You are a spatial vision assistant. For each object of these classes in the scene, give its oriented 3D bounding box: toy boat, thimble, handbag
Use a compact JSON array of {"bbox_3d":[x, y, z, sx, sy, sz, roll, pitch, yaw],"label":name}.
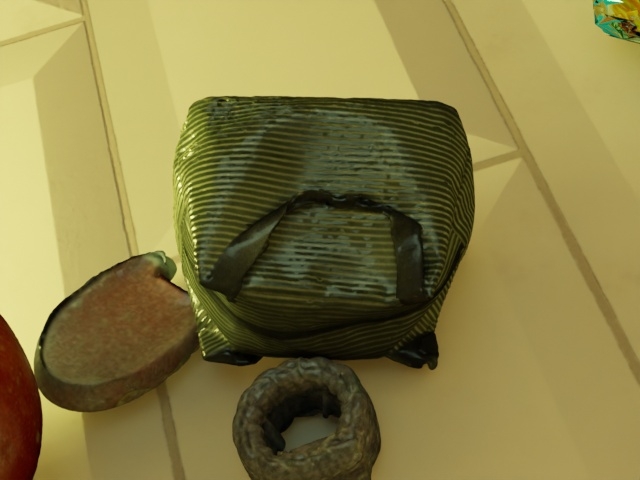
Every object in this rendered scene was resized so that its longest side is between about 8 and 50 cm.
[{"bbox_3d":[-0.224,0.114,1.350,0.155,0.085,0.227,36,56,23],"label":"toy boat"},{"bbox_3d":[-0.013,0.200,1.214,0.150,0.097,0.150,-6,51,8],"label":"thimble"},{"bbox_3d":[0.000,0.000,1.270,0.341,0.247,0.240,2,54,1],"label":"handbag"}]

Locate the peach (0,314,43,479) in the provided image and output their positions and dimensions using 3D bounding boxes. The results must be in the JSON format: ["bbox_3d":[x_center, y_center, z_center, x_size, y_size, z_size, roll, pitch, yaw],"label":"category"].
[{"bbox_3d":[-0.453,0.229,1.150,0.335,0.310,0.406,-20,26,46],"label":"peach"}]

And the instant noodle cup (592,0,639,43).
[{"bbox_3d":[0.452,-0.334,1.462,0.178,0.240,0.240,15,57,31],"label":"instant noodle cup"}]
